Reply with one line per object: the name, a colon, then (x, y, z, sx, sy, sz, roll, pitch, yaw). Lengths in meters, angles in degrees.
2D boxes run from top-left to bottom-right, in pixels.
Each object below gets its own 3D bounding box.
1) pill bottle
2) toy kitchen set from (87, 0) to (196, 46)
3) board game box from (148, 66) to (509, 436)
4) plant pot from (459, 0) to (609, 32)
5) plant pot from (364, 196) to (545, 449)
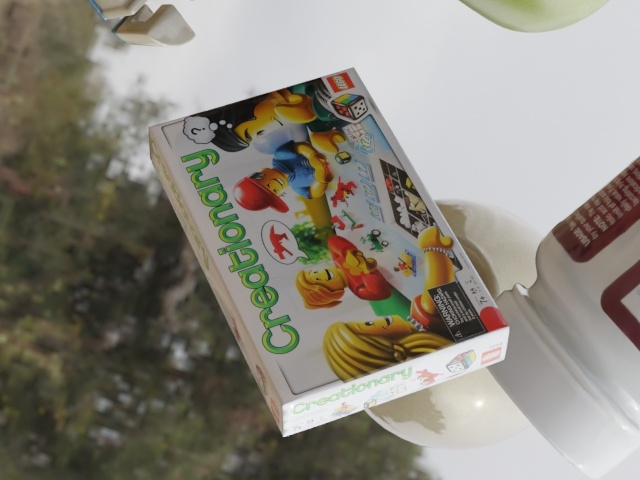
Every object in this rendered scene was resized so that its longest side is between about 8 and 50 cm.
pill bottle: (0.340, 0.025, 1.600, 0.392, 0.224, 0.224, -41, -164, 9)
toy kitchen set: (-0.178, -0.297, 1.635, 0.122, 0.207, 0.166, 12, -124, 52)
board game box: (0.000, 0.000, 1.441, 0.053, 0.193, 0.305, 92, -25, -52)
plant pot: (0.147, -0.369, 1.731, 0.275, 0.293, 0.274, -8, -102, 40)
plant pot: (0.135, 0.074, 1.900, 0.191, 0.284, 0.284, 52, 55, -73)
